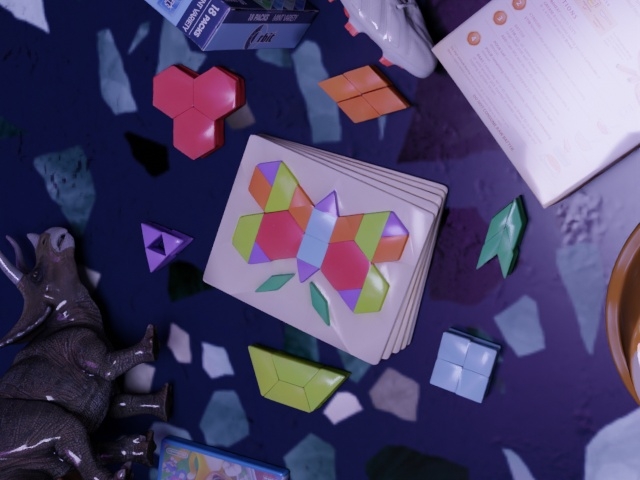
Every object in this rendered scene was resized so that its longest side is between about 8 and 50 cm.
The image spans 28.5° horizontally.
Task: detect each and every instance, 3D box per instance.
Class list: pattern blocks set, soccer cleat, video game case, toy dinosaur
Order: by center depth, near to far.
[{"bbox_3d":[0.035,-0.210,0.943,0.076,0.068,0.196,-38,80,20],"label":"soccer cleat"},{"bbox_3d":[0.000,0.000,1.010,0.325,0.026,0.285,9,101,21],"label":"pattern blocks set"},{"bbox_3d":[-0.217,0.144,1.033,0.160,0.121,0.313,2,55,9],"label":"toy dinosaur"},{"bbox_3d":[-0.093,0.263,1.094,0.119,0.015,0.166,12,103,20],"label":"video game case"}]

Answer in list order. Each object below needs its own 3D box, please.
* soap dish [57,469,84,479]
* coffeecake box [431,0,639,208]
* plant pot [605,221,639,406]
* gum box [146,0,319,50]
[{"bbox_3d":[-0.239,0.328,1.099,0.229,0.118,0.290,28,108,22],"label":"soap dish"},{"bbox_3d":[0.197,-0.134,0.883,0.185,0.068,0.142,-37,83,23],"label":"coffeecake box"},{"bbox_3d":[0.277,0.060,0.813,0.205,0.188,0.205,4,99,22],"label":"plant pot"},{"bbox_3d":[-0.108,-0.214,0.951,0.184,0.157,0.041,40,111,12],"label":"gum box"}]
